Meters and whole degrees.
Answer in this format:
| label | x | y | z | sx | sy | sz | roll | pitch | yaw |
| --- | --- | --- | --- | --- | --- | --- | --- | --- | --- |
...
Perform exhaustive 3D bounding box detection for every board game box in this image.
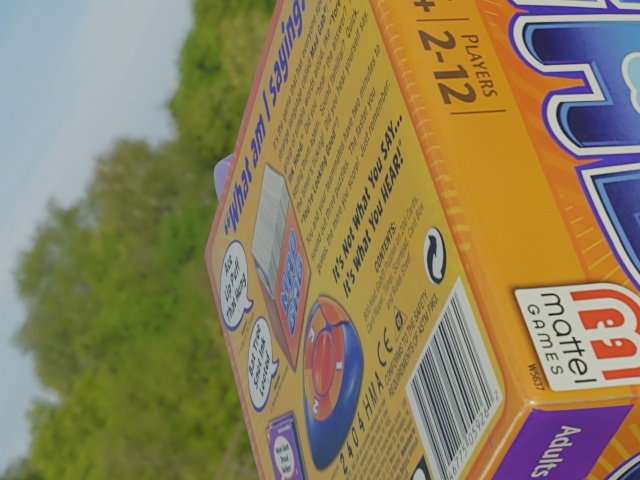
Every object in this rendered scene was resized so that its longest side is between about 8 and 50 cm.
| label | x | y | z | sx | sy | sz | roll | pitch | yaw |
| --- | --- | --- | --- | --- | --- | --- | --- | --- | --- |
| board game box | 0.168 | 0.029 | 1.007 | 0.356 | 0.356 | 0.356 | 110 | 150 | -49 |

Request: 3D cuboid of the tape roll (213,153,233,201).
| label | x | y | z | sx | sy | sz | roll | pitch | yaw |
| --- | --- | --- | --- | --- | --- | --- | --- | --- | --- |
| tape roll | 0.000 | 0.000 | 1.399 | 0.080 | 0.189 | 0.189 | -33 | -9 | -16 |
